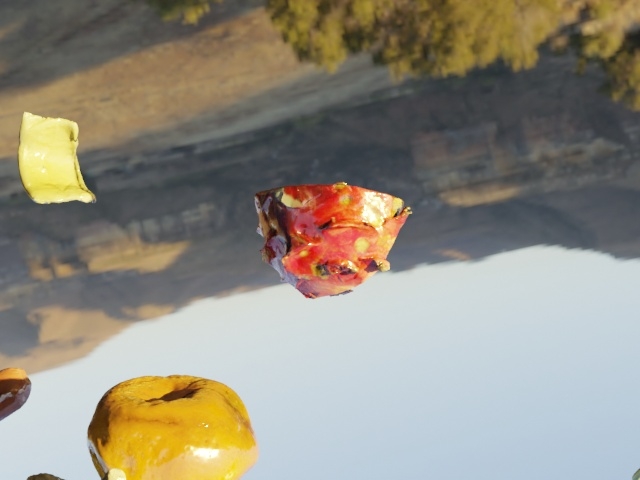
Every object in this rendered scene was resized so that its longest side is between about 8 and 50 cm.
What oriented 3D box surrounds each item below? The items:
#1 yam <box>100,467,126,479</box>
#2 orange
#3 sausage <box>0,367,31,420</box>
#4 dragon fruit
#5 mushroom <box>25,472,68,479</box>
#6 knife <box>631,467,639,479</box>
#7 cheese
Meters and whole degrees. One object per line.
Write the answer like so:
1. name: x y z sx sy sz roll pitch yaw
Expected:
1. yam: -0.289 0.337 1.477 0.032 0.032 0.145 -15 152 -53
2. orange: -0.199 0.296 1.632 0.249 0.183 0.249 2 -170 0
3. sausage: -0.569 0.283 1.945 0.194 0.077 0.077 -35 -175 -7
4. dragon fruit: -0.007 0.003 1.758 0.274 0.161 0.126 -4 169 36
5. mushroom: -0.348 0.458 1.753 0.267 0.189 0.164 16 176 -19
6. knife: 0.451 0.208 1.357 0.043 0.019 0.293 7 138 -31
7. cheese: -0.233 -0.070 1.018 0.060 0.084 0.041 -6 173 -31
